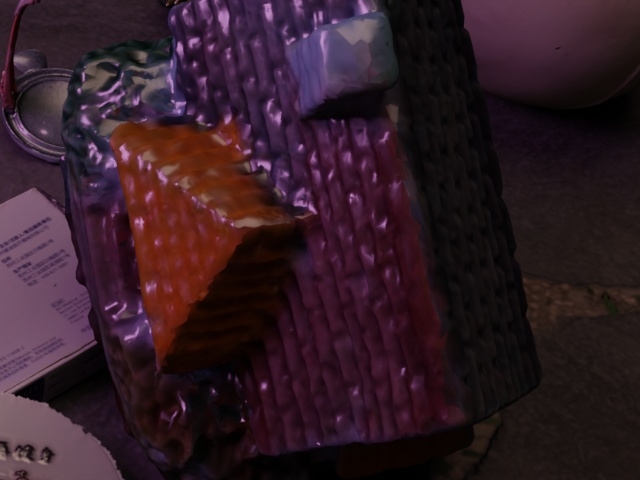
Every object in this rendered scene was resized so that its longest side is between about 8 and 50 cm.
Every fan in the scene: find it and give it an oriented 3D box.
[{"bbox_3d":[-0.222,0.236,1.298,0.191,0.009,0.329,10,49,-14],"label":"fan"}]

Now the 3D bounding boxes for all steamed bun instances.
[{"bbox_3d":[0.194,-0.298,1.775,0.334,0.334,0.374,-26,56,-35],"label":"steamed bun"}]

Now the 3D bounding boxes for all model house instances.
[{"bbox_3d":[0.000,0.000,1.279,0.297,0.339,0.360,-11,89,-13],"label":"model house"}]

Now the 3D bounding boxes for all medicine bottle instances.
[{"bbox_3d":[-0.248,0.052,1.491,0.171,0.052,0.201,37,48,24],"label":"medicine bottle"}]

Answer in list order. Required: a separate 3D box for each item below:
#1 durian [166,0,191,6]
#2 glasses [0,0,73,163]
[{"bbox_3d":[-0.090,-0.241,1.833,0.108,0.119,0.187,-7,15,37],"label":"durian"},{"bbox_3d":[-0.145,-0.159,1.594,0.234,0.268,0.118,9,61,-7],"label":"glasses"}]
